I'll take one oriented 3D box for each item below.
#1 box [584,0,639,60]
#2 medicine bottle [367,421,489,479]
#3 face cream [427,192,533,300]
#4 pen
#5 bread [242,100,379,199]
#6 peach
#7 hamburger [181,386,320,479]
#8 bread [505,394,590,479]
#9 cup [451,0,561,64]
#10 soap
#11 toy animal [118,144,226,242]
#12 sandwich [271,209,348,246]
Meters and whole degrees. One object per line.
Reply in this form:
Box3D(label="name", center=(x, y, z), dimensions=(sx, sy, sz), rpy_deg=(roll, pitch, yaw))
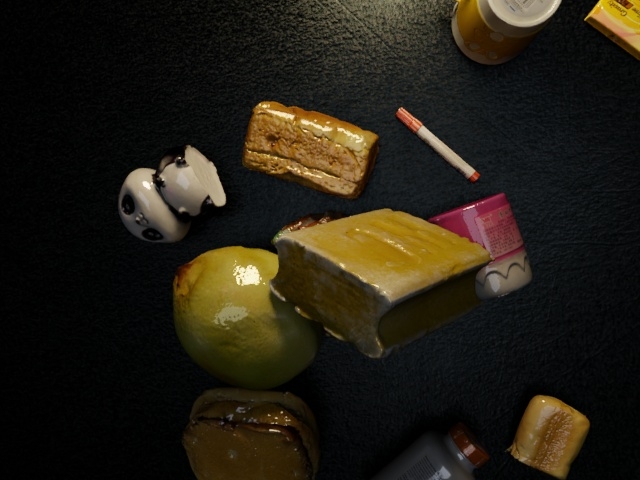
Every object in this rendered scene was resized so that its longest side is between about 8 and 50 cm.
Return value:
Box3D(label="box", center=(0.707, -0.536, 1.143), dimensions=(0.152, 0.043, 0.269), rpy_deg=(37, 97, 4))
Box3D(label="medicine bottle", center=(0.236, 0.535, 1.218), dimensions=(0.288, 0.157, 0.157), rpy_deg=(-43, 87, 8))
Box3D(label="face cream", center=(0.341, 0.016, 1.162), dimensions=(0.175, 0.175, 0.195), rpy_deg=(-21, 90, 9))
Box3D(label="pen", center=(0.264, -0.216, 1.233), dimensions=(0.239, 0.028, 0.028), rpy_deg=(42, 98, 3))
Box3D(label="bread", center=(-0.023, -0.204, 1.223), dimensions=(0.294, 0.132, 0.167), rpy_deg=(17, 96, 6))
Box3D(label="peach", center=(-0.158, 0.166, 1.170), dimensions=(0.313, 0.316, 0.282), rpy_deg=(-1, 49, 31))
Box3D(label="hamburger", center=(-0.149, 0.449, 1.223), dimensions=(0.304, 0.174, 0.284), rpy_deg=(2, 129, 5))
Box3D(label="bread", center=(0.505, 0.431, 1.210), dimensions=(0.134, 0.085, 0.173), rpy_deg=(24, 98, 9))
Box3D(label="cup", center=(0.352, -0.483, 1.104), dimensions=(0.241, 0.226, 0.186), rpy_deg=(22, 96, -2))
Box3D(label="soap", center=(0.117, 0.063, 1.043), dimensions=(0.293, 0.334, 0.156), rpy_deg=(31, 123, 38))
Box3D(label="toy animal", center=(-0.351, -0.096, 1.259), dimensions=(0.235, 0.165, 0.187), rpy_deg=(-30, 106, 6))
Box3D(label="sandwich", center=(-0.008, -0.004, 1.246), dimensions=(0.184, 0.109, 0.160), rpy_deg=(32, 99, 5))
